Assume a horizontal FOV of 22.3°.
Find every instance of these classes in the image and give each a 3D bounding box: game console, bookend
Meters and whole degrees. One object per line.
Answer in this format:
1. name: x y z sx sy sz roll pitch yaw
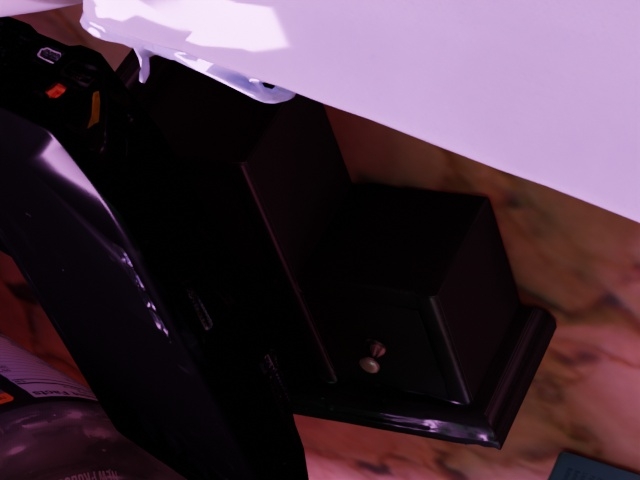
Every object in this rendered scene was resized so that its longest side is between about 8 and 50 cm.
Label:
1. game console: -0.144 -0.016 0.691 0.361 0.044 0.213 25 148 45
2. bookend: 0.000 0.000 0.672 0.157 0.072 0.156 7 138 29

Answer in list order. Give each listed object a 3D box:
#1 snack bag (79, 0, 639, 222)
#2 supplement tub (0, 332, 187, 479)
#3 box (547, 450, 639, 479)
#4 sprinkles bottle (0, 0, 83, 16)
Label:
1. snack bag: 0.081 -0.110 0.307 0.323 0.037 0.343 21 146 15
2. supplement tub: -0.194 0.144 0.797 0.338 0.207 0.207 25 149 44
3. box: 0.215 0.183 0.746 0.244 0.060 0.100 16 142 20
4. sprinkles bottle: 0.009 -0.145 0.452 0.355 0.121 0.121 -4 132 38
